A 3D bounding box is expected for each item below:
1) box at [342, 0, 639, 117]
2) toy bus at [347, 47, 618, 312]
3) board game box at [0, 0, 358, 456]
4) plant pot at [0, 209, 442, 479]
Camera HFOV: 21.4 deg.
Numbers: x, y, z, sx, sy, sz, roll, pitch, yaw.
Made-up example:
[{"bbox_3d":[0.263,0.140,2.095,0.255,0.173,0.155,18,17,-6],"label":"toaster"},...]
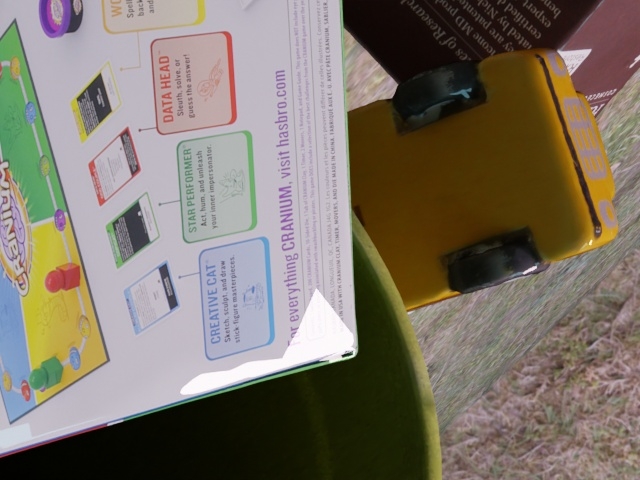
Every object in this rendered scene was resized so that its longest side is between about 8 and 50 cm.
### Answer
[{"bbox_3d":[0.129,-0.182,0.983,0.203,0.167,0.168,-51,162,28],"label":"box"},{"bbox_3d":[0.000,0.000,0.910,0.332,0.108,0.130,-20,175,29],"label":"toy bus"},{"bbox_3d":[-0.125,-0.047,0.579,0.316,0.064,0.242,-12,104,-41],"label":"board game box"},{"bbox_3d":[-0.192,0.130,0.793,0.366,0.366,0.353,-26,168,-44],"label":"plant pot"}]
